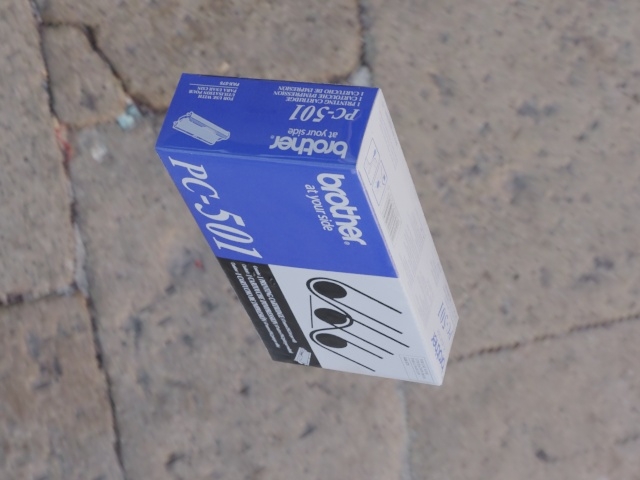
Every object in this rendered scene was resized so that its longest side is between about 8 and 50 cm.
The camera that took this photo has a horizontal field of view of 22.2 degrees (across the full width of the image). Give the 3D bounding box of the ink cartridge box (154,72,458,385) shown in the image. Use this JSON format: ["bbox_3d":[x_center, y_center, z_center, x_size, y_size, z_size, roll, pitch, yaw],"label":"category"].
[{"bbox_3d":[0.000,0.000,0.792,0.207,0.097,0.046,66,36,-55],"label":"ink cartridge box"}]
